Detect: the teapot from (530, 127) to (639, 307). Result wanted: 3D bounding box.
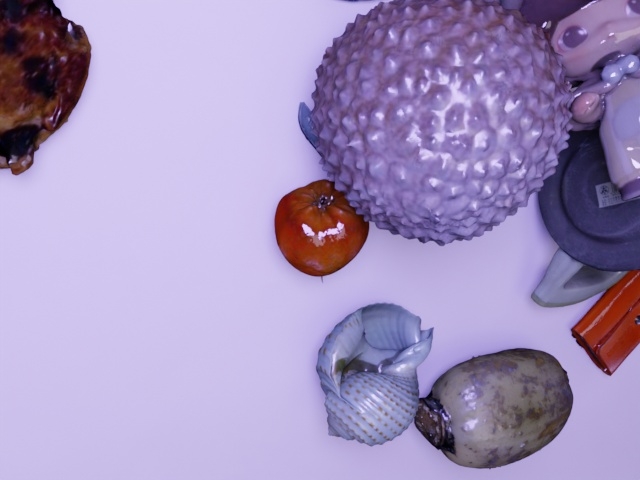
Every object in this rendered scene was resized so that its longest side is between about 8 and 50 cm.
[{"bbox_3d":[0.486,-0.035,0.920,0.239,0.239,0.322,0,100,-37],"label":"teapot"}]

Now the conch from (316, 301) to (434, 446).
[{"bbox_3d":[0.069,0.188,0.863,0.172,0.131,0.200,46,55,-2],"label":"conch"}]

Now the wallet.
[{"bbox_3d":[0.555,0.132,1.098,0.204,0.045,0.142,-46,117,-4],"label":"wallet"}]

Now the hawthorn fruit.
[{"bbox_3d":[-0.004,-0.014,0.785,0.125,0.140,0.125,6,70,-17],"label":"hawthorn fruit"}]

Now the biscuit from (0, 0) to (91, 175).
[{"bbox_3d":[-0.363,-0.196,0.533,0.334,0.081,0.290,33,83,-57],"label":"biscuit"}]

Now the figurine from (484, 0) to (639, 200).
[{"bbox_3d":[0.360,-0.242,0.759,0.248,0.203,0.381,-24,77,24],"label":"figurine"}]

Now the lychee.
[{"bbox_3d":[0.128,-0.133,0.701,0.299,0.300,0.300,-7,108,-21],"label":"lychee"}]

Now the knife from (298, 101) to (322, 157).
[{"bbox_3d":[0.029,-0.099,0.823,0.028,0.015,0.210,-41,116,0],"label":"knife"}]

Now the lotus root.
[{"bbox_3d":[0.298,0.254,0.973,0.309,0.173,0.173,-10,109,-28],"label":"lotus root"}]
